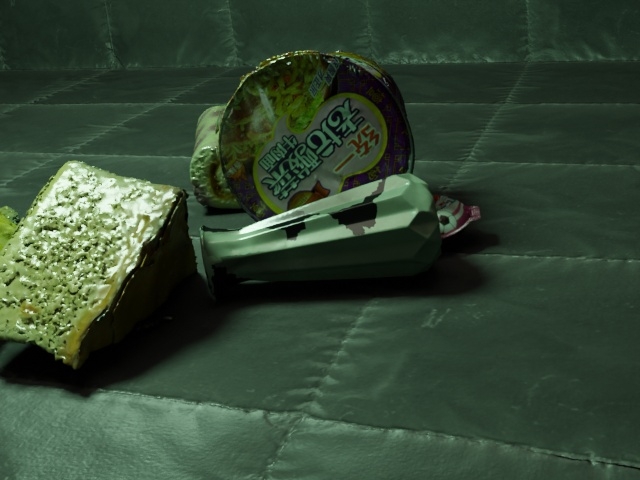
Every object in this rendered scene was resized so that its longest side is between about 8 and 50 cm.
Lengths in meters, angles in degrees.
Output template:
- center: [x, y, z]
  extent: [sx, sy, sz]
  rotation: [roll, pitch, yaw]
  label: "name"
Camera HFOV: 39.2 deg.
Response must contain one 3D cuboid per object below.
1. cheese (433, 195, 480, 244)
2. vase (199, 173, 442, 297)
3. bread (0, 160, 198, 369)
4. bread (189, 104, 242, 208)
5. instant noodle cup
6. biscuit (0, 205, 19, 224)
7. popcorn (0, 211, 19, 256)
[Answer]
- center: [0.151, -0.025, 1.533]
  extent: [0.244, 0.062, 0.155]
  rotation: [-12, 23, 13]
  label: "cheese"
- center: [0.000, 0.000, 1.398]
  extent: [0.360, 0.165, 0.165]
  rotation: [-11, 22, 0]
  label: "vase"
- center: [-0.333, 0.067, 1.358]
  extent: [0.248, 0.279, 0.315]
  rotation: [18, 66, 13]
  label: "bread"
- center: [-0.172, -0.185, 1.874]
  extent: [0.187, 0.155, 0.338]
  rotation: [-2, 22, -4]
  label: "bread"
- center: [0.013, -0.194, 1.595]
  extent: [0.339, 0.340, 0.266]
  rotation: [0, 23, 13]
  label: "instant noodle cup"
- center: [-0.683, -0.020, 1.774]
  extent: [0.203, 0.016, 0.144]
  rotation: [-24, 28, -36]
  label: "biscuit"
- center: [-0.551, 0.042, 1.353]
  extent: [0.225, 0.174, 0.286]
  rotation: [-2, 45, -24]
  label: "popcorn"
